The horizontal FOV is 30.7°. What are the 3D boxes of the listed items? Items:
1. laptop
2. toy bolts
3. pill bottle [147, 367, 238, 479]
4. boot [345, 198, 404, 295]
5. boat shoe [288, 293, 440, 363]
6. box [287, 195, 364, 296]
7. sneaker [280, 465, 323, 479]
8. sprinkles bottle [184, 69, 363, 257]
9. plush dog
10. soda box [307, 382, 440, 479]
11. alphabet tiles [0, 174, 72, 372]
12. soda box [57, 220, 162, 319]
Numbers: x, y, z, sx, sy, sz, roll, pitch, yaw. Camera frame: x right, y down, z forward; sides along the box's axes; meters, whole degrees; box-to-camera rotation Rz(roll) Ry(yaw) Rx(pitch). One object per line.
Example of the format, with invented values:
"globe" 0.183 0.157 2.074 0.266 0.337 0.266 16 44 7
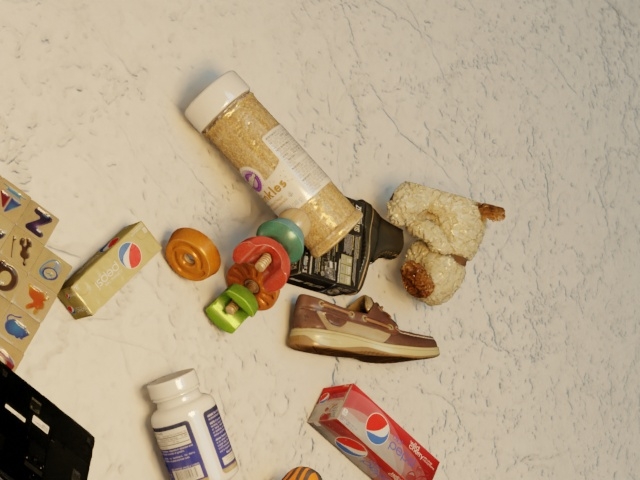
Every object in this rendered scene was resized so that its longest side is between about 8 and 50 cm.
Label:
"laptop" -0.472 0.355 1.704 0.234 0.137 0.264 50 29 -38
"toy bolts" -0.123 0.013 2.004 0.218 0.228 0.158 47 44 -8
"pill bottle" -0.215 0.311 1.913 0.112 0.112 0.186 -22 94 -42
"boot" 0.109 0.033 2.293 0.137 0.077 0.198 31 62 -38
"boat shoe" 0.090 0.163 2.214 0.342 0.123 0.123 10 74 -33
"box" 0.000 0.000 2.197 0.147 0.077 0.180 17 69 -37
"sneaker" -0.103 0.471 1.887 0.180 0.125 0.321 54 44 -30
"sprinkles bottle" -0.082 -0.135 2.071 0.355 0.121 0.121 48 52 -2
"plush dog" 0.244 0.021 2.309 0.262 0.211 0.225 13 93 -64
"soda box" 0.103 0.380 2.186 0.263 0.092 0.083 44 54 -24
"alphabet tiles" -0.533 0.047 1.739 0.285 0.011 0.342 39 51 -23
"soda box" -0.345 0.048 1.899 0.061 0.058 0.181 55 50 -17
